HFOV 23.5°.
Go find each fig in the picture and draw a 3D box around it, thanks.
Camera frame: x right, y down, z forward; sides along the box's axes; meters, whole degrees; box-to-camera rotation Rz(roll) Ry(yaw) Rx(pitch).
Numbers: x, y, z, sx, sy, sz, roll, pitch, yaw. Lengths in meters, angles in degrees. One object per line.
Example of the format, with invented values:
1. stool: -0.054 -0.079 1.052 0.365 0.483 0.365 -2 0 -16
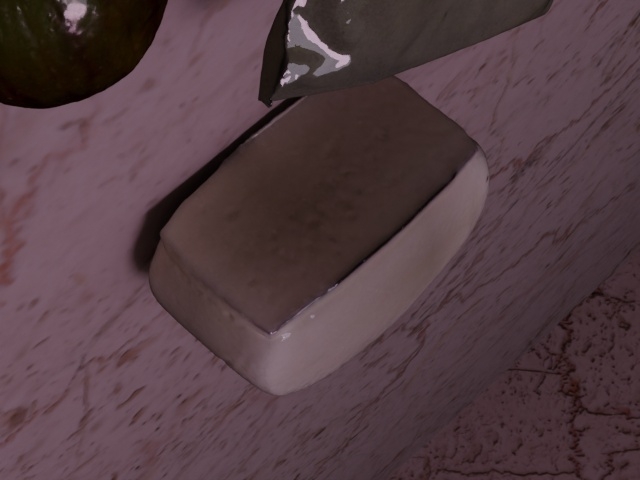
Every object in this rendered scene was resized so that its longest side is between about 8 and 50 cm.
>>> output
1. fig: -0.121 -0.124 0.647 0.154 0.103 0.109 82 17 -56

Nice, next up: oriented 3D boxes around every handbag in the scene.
1. handbag: 0.093 -0.217 0.920 0.316 0.109 0.253 -23 148 -51

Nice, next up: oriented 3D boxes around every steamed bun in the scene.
1. steamed bun: 0.000 0.000 1.128 0.242 0.146 0.164 -42 160 -18
